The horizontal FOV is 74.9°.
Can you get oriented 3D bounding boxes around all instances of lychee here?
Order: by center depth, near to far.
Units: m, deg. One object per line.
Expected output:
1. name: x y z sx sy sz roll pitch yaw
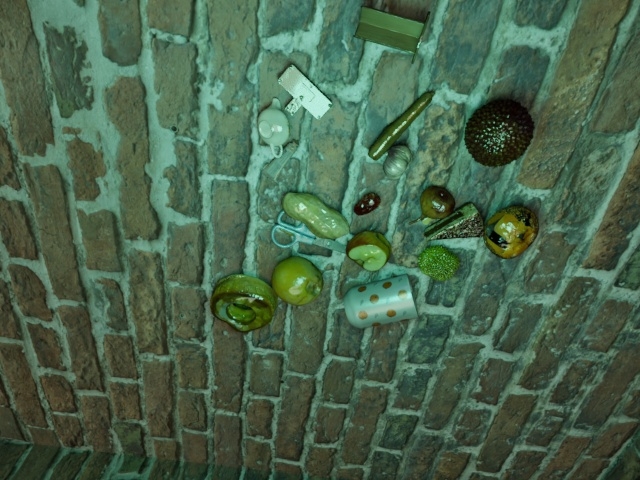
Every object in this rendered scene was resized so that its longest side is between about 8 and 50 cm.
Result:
1. lychee: 0.654 -0.391 1.528 0.272 0.271 0.271 1 120 2

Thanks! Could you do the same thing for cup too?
1. cup: 0.280 0.293 1.968 0.318 0.212 0.212 -14 118 12

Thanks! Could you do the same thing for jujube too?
1. jujube: 0.197 -0.155 1.797 0.129 0.077 0.077 -33 113 30

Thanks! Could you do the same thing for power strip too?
1. power strip: -0.076 -0.543 1.593 0.216 0.061 0.145 39 114 -17

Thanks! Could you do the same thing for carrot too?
1. carrot: 0.312 -0.450 1.626 0.070 0.070 0.342 38 110 -17

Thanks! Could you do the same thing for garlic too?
1. garlic: 0.300 -0.315 1.655 0.102 0.159 0.147 27 132 6

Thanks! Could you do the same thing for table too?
1. table: 0.239 -0.722 1.432 0.227 0.167 0.167 17 120 4

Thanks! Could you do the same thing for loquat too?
1. loquat: -0.111 0.185 1.930 0.244 0.243 0.243 1 120 2

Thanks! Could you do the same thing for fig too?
1. fig: 0.469 -0.126 1.771 0.134 0.146 0.201 -12 143 -41

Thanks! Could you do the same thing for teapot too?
1. teapot: -0.186 -0.432 1.634 0.145 0.092 0.226 15 123 32

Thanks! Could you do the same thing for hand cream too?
1. hand cream: -0.162 -0.331 1.735 0.067 0.043 0.210 40 119 -11

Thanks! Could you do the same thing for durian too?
1. durian: 0.537 0.101 1.873 0.199 0.159 0.145 11 119 -5

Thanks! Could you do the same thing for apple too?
1. apple: 0.214 0.043 1.856 0.195 0.160 0.173 37 111 -15

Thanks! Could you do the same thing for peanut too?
1. peanut: -0.022 -0.106 1.799 0.313 0.149 0.149 33 116 -15

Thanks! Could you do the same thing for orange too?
1. orange: 0.802 -0.036 1.757 0.235 0.182 0.234 -15 122 -25

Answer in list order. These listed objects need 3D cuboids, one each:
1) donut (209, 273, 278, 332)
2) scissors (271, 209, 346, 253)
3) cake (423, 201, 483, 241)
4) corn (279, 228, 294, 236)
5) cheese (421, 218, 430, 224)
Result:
1. donut: -0.379 0.323 2.053 0.331 0.159 0.329 4 127 5
2. scissors: 0.000 0.000 1.909 0.448 0.029 0.192 21 104 -14
3. cake: 0.568 -0.082 1.797 0.246 0.112 0.134 -5 117 10
4. corn: -0.154 -0.043 1.903 0.083 0.027 0.028 29 96 -14
5. cheese: 0.481 -0.102 1.833 0.044 0.030 0.083 40 112 -21
